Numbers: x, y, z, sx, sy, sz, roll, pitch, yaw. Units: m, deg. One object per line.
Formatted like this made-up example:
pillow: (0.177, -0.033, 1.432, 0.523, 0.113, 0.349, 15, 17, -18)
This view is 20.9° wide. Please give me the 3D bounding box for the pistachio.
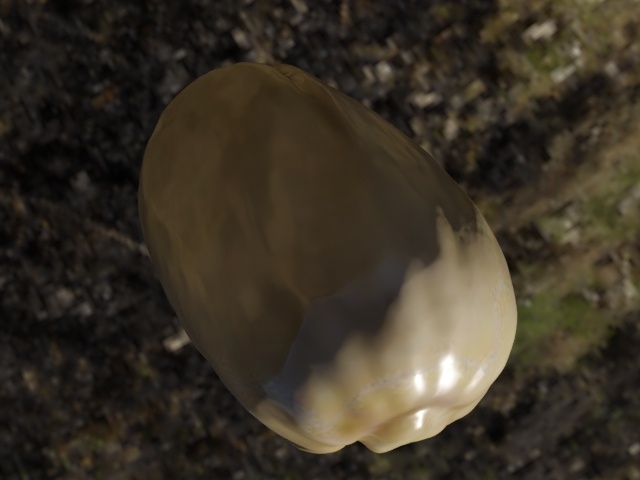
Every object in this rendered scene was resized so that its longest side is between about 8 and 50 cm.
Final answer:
pistachio: (0.000, 0.000, 0.665, 0.117, 0.200, 0.145, -8, 121, -19)
